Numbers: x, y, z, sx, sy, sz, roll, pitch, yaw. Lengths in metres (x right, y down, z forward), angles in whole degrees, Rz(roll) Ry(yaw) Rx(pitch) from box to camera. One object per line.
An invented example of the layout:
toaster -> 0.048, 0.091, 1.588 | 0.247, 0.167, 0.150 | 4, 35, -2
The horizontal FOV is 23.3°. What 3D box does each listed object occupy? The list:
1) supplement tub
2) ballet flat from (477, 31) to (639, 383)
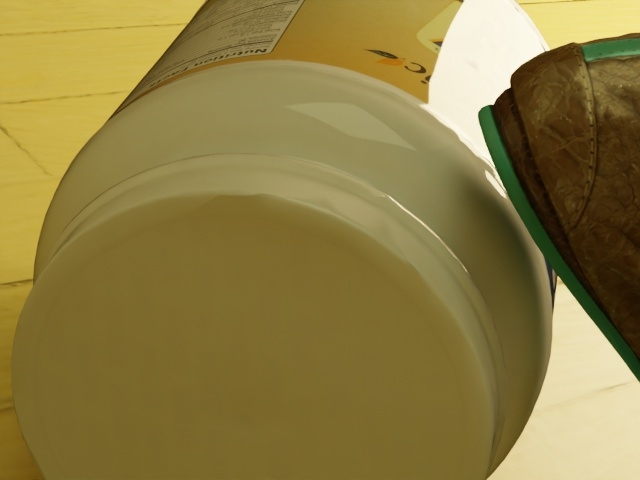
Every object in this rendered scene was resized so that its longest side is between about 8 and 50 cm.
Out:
supplement tub -> 0.000, 0.000, 0.734 | 0.228, 0.228, 0.316 | 17, 28, 3
ballet flat -> 0.182, 0.042, 0.654 | 0.124, 0.342, 0.116 | -23, 36, 12
